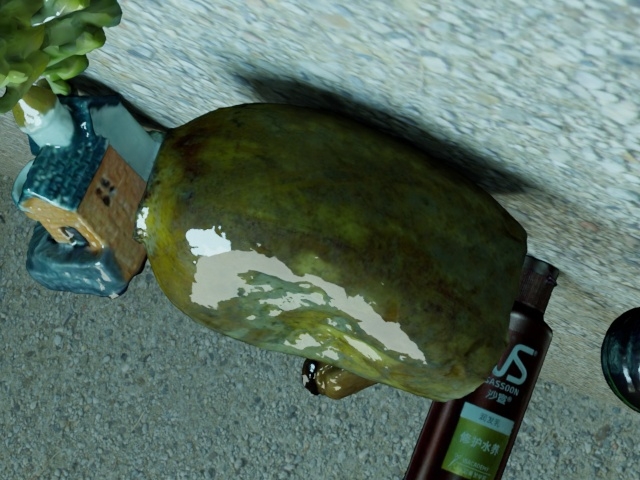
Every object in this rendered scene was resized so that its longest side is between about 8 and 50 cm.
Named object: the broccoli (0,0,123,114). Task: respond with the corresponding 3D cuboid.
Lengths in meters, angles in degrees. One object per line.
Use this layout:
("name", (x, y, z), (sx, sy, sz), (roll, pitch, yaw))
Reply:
("broccoli", (-0.293, -0.181, 0.572), (0.324, 0.272, 0.334), (-18, 161, 2))

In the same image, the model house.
("model house", (-0.330, -0.106, 1.238), (0.184, 0.253, 0.291), (4, 146, 26))

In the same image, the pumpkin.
("pumpkin", (0.379, 0.114, 0.957), (0.194, 0.150, 0.194), (16, -178, -1))

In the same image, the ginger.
("ginger", (0.095, 0.190, 1.915), (0.223, 0.269, 0.200), (4, -176, 17))

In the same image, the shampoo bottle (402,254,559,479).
("shampoo bottle", (0.215, 0.177, 1.215), (0.129, 0.323, 0.084), (26, 172, -19))

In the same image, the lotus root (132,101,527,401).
("lotus root", (0.000, 0.000, 0.902), (0.346, 0.250, 0.250), (21, 174, -15))
